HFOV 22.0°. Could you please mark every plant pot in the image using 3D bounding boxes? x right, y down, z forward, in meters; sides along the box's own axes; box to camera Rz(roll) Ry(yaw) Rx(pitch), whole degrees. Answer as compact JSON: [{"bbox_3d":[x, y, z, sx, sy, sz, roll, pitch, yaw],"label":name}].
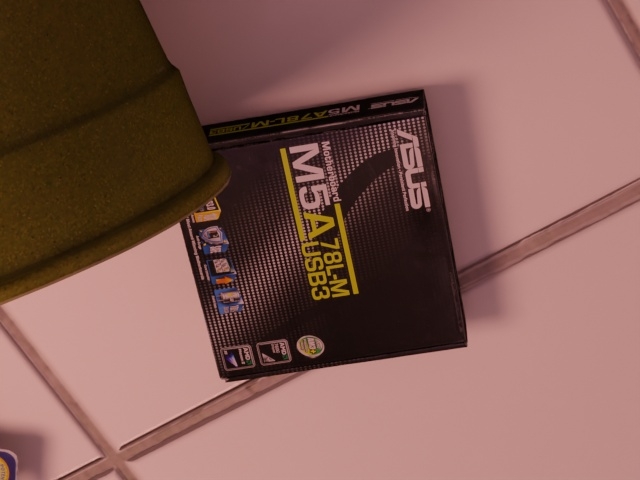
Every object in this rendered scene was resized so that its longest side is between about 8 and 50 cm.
[{"bbox_3d":[-0.278,-0.149,0.958,0.366,0.366,0.353,-15,102,10],"label":"plant pot"}]

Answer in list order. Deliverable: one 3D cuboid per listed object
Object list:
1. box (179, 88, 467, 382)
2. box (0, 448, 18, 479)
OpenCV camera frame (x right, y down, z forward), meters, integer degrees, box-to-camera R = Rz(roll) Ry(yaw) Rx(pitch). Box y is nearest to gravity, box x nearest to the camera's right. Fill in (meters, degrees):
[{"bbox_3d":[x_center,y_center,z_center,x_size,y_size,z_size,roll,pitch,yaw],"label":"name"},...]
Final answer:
[{"bbox_3d":[0.000,0.000,1.159,0.184,0.045,0.190,-7,116,9],"label":"box"},{"bbox_3d":[-0.344,0.197,1.276,0.225,0.036,0.136,7,117,0],"label":"box"}]
